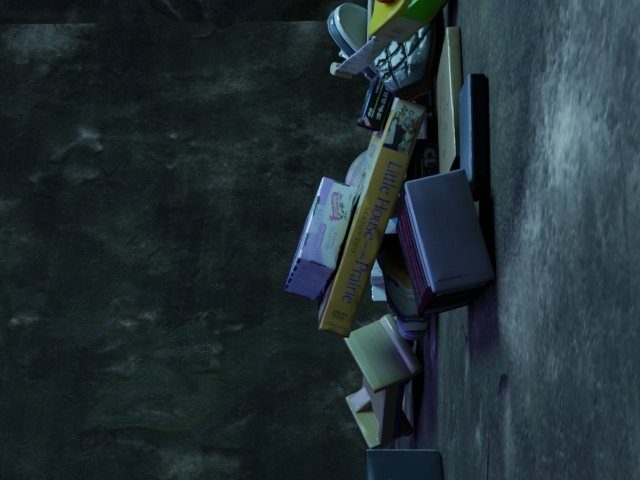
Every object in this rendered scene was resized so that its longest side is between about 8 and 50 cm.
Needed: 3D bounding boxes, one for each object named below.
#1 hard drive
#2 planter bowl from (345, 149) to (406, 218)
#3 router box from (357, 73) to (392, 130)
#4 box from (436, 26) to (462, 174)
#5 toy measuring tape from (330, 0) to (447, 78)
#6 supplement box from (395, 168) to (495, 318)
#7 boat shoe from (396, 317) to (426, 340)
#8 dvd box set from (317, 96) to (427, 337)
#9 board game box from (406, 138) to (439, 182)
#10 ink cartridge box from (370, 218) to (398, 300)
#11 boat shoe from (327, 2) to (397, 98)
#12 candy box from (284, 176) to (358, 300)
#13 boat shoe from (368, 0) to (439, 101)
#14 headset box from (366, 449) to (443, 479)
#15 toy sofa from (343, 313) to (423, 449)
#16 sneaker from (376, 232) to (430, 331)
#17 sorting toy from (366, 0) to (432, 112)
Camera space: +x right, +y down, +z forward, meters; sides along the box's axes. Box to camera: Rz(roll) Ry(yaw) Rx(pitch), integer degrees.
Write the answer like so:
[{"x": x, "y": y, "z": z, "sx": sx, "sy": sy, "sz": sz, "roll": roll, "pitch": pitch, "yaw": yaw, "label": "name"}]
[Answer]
[{"x": 0.178, "y": -0.117, "z": 1.094, "sx": 0.094, "sy": 0.022, "sz": 0.135, "roll": 72, "pitch": -162, "yaw": -84, "label": "hard drive"}, {"x": 0.148, "y": -0.112, "z": 2.019, "sx": 0.109, "sy": 0.162, "sz": 0.162, "roll": -138, "pitch": 41, "yaw": -55, "label": "planter bowl"}, {"x": 0.098, "y": -0.241, "z": 1.651, "sx": 0.122, "sy": 0.038, "sz": 0.092, "roll": -109, "pitch": 37, "yaw": -84, "label": "router box"}, {"x": 0.186, "y": -0.178, "z": 1.345, "sx": 0.164, "sy": 0.021, "sz": 0.201, "roll": 86, "pitch": -175, "yaw": -71, "label": "box"}, {"x": 0.107, "y": -0.367, "z": 1.460, "sx": 0.330, "sy": 0.122, "sz": 0.121, "roll": -30, "pitch": 55, "yaw": 58, "label": "toy measuring tape"}, {"x": 0.144, "y": 0.011, "z": 1.131, "sx": 0.239, "sy": 0.073, "sz": 0.130, "roll": 84, "pitch": 172, "yaw": -79, "label": "supplement box"}, {"x": 0.174, "y": 0.094, "z": 1.878, "sx": 0.228, "sy": 0.080, "sz": 0.076, "roll": -90, "pitch": 5, "yaw": -49, "label": "boat shoe"}, {"x": 0.087, "y": -0.055, "z": 1.729, "sx": 0.307, "sy": 0.062, "sz": 0.420, "roll": -91, "pitch": 20, "yaw": -81, "label": "dvd box set"}, {"x": 0.185, "y": -0.101, "z": 1.717, "sx": 0.243, "sy": 0.042, "sz": 0.165, "roll": -80, "pitch": -10, "yaw": -82, "label": "board game box"}, {"x": 0.166, "y": 0.042, "z": 2.135, "sx": 0.061, "sy": 0.104, "sz": 0.181, "roll": 85, "pitch": -175, "yaw": -68, "label": "ink cartridge box"}, {"x": 0.089, "y": -0.340, "z": 1.772, "sx": 0.319, "sy": 0.099, "sz": 0.116, "roll": 23, "pitch": -121, "yaw": -55, "label": "boat shoe"}, {"x": 0.000, "y": 0.000, "z": 1.716, "sx": 0.196, "sy": 0.070, "sz": 0.164, "roll": 115, "pitch": 173, "yaw": -68, "label": "candy box"}, {"x": 0.156, "y": -0.374, "z": 1.609, "sx": 0.120, "sy": 0.123, "sz": 0.323, "roll": 34, "pitch": -135, "yaw": -48, "label": "boat shoe"}, {"x": 0.139, "y": 0.521, "z": 1.570, "sx": 0.246, "sy": 0.131, "sz": 0.283, "roll": -87, "pitch": -3, "yaw": -54, "label": "headset box"}, {"x": 0.162, "y": 0.316, "z": 2.111, "sx": 0.362, "sy": 0.177, "sz": 0.150, "roll": 88, "pitch": 158, "yaw": -56, "label": "toy sofa"}, {"x": 0.154, "y": 0.073, "z": 1.770, "sx": 0.296, "sy": 0.112, "sz": 0.130, "roll": -82, "pitch": -9, "yaw": -72, "label": "sneaker"}, {"x": 0.138, "y": -0.354, "z": 1.722, "sx": 0.193, "sy": 0.038, "sz": 0.208, "roll": 34, "pitch": -136, "yaw": -43, "label": "sorting toy"}]
